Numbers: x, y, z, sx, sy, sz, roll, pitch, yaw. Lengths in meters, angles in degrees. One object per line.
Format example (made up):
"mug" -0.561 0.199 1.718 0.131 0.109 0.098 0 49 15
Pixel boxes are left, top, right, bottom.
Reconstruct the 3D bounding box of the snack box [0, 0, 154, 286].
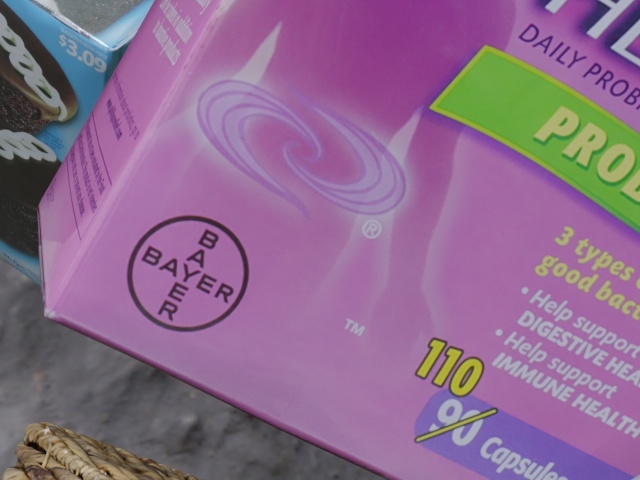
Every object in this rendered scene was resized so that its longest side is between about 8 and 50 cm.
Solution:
"snack box" -0.212 -0.119 0.705 0.322 0.187 0.060 34 53 13

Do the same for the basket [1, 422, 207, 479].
"basket" -0.078 0.261 0.830 0.213 0.299 0.223 27 84 -29

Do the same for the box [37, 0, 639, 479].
"box" 0.060 -0.048 0.486 0.213 0.243 0.117 28 9 -18
